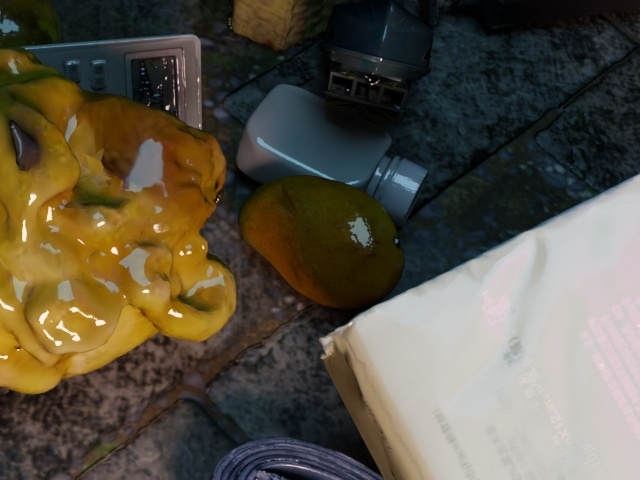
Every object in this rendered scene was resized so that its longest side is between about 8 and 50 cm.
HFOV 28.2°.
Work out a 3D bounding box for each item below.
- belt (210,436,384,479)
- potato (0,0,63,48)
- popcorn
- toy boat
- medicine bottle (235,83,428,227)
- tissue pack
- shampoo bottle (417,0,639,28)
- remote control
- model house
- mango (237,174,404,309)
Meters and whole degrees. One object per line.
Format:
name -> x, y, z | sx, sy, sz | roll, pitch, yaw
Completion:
belt -> -0.013, 0.238, 1.030 | 0.190, 0.082, 0.141 | 28, 46, 6
potato -> -0.372, -0.239, 1.282 | 0.251, 0.113, 0.149 | 25, 57, 4
popcorn -> -0.232, -0.029, 1.074 | 0.315, 0.281, 0.297 | -15, 75, -10
toy boat -> 0.054, -0.185, 1.285 | 0.114, 0.122, 0.296 | 13, 12, -1
medicine bottle -> 0.014, -0.081, 1.288 | 0.183, 0.069, 0.119 | 25, 42, 7
tissue pack -> 0.231, 0.181, 0.964 | 0.331, 0.205, 0.405 | -26, 83, -10
shampoo bottle -> 0.259, -0.311, 1.526 | 0.309, 0.071, 0.098 | -10, 57, -21
remote control -> -0.272, -0.142, 1.252 | 0.313, 0.109, 0.055 | -8, 24, -20
model house -> -0.020, -0.339, 1.400 | 0.160, 0.196, 0.254 | 28, 53, 8
mango -> 0.005, -0.005, 1.205 | 0.165, 0.089, 0.115 | 44, 99, 22
